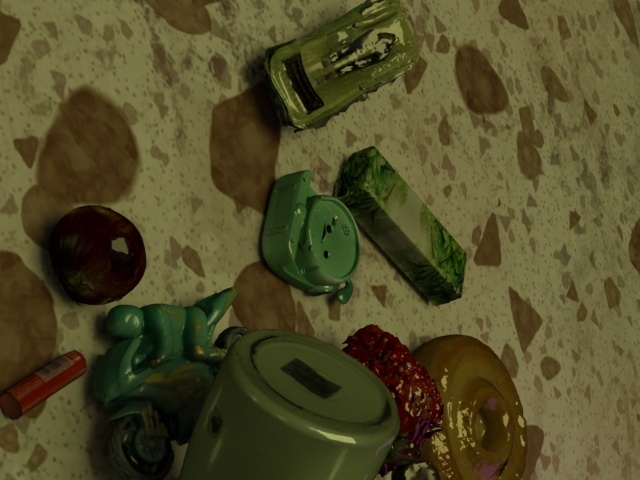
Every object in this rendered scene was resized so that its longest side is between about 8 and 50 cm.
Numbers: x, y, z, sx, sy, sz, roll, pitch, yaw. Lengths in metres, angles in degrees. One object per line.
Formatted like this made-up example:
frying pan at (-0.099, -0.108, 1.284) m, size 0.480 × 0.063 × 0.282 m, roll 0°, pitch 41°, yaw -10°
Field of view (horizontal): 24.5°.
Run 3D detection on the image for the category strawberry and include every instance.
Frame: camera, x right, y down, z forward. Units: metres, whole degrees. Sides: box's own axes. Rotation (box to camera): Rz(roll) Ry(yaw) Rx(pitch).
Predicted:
strawberry at (0.079, 0.213, 2.007) m, size 0.187 × 0.184 × 0.201 m, roll 37°, pitch 41°, yaw -46°

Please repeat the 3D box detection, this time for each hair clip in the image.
hair clip at (0.018, -0.256, 2.156) m, size 0.321 × 0.091 × 0.138 m, roll -33°, pitch 104°, yaw -42°

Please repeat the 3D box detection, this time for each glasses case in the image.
glasses case at (0.125, -0.018, 2.235) m, size 0.272 × 0.062 × 0.095 m, roll 47°, pitch 39°, yaw -33°

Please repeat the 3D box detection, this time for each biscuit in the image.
biscuit at (0.223, 0.284, 2.232) m, size 0.296 × 0.102 × 0.296 m, roll 24°, pitch 60°, yaw -50°

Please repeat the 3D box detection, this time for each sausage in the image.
sausage at (-0.302, 0.155, 1.633) m, size 0.129 × 0.034 × 0.034 m, roll -36°, pitch 107°, yaw -53°

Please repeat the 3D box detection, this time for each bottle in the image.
bottle at (-0.062, 0.300, 1.638) m, size 0.229 × 0.229 × 0.351 m, roll -5°, pitch 125°, yaw -53°

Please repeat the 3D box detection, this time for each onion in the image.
onion at (-0.251, 0.014, 1.689) m, size 0.117 × 0.119 × 0.118 m, roll 48°, pitch 44°, yaw -26°

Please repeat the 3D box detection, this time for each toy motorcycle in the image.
toy motorcycle at (-0.177, 0.154, 1.755) m, size 0.296 × 0.109 × 0.198 m, roll -32°, pitch 94°, yaw -50°

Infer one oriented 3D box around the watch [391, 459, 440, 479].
watch at (0.123, 0.430, 1.802) m, size 0.335 × 0.327 × 0.314 m, roll -30°, pitch 101°, yaw -31°

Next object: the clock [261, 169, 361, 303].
clock at (-0.001, 0.000, 2.062) m, size 0.188 × 0.060 × 0.148 m, roll 37°, pitch 51°, yaw -42°
